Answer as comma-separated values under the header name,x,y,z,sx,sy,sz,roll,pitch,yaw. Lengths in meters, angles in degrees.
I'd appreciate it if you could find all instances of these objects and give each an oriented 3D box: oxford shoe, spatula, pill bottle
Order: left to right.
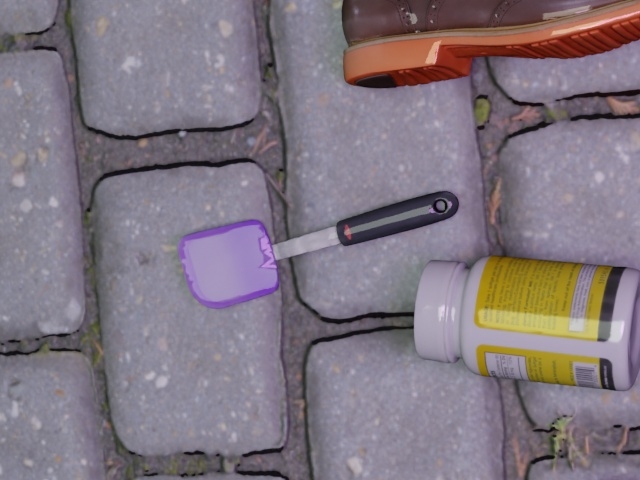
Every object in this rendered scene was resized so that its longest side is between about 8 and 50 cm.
name,x,y,z,sx,sy,sz,roll,pitch,yaw
spatula,0.000,0.000,1.964,0.296,0.030,0.084,-15,90,18
oxford shoe,0.188,-0.238,1.842,0.364,0.130,0.132,-8,83,17
pill bottle,0.202,0.076,1.859,0.209,0.119,0.119,6,95,17
